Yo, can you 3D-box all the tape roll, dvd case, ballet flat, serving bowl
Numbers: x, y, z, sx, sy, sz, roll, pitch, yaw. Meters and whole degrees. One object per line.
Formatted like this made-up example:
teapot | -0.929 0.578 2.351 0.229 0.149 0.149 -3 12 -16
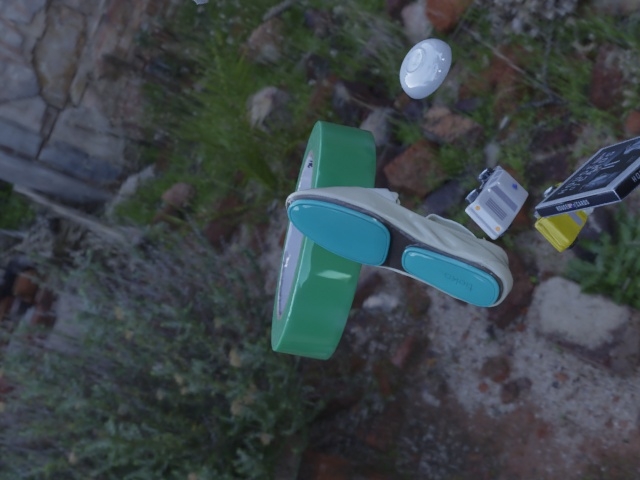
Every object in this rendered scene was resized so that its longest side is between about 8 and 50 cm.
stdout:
tape roll | 0.000 0.000 1.256 0.321 0.077 0.321 -169 90 -83
dvd case | 0.476 -0.111 1.505 0.179 0.029 0.238 -39 7 -16
ballet flat | 0.086 -0.006 0.965 0.086 0.248 0.086 25 -90 -85
serving bowl | 0.132 -0.228 1.197 0.083 0.027 0.083 -30 48 40

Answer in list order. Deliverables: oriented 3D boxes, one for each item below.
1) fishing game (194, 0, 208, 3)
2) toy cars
fishing game | -0.015 -0.188 0.164 0.189 0.264 0.041 -34 48 -3
toy cars | 0.429 -0.076 1.808 0.087 0.393 0.176 -43 53 37
